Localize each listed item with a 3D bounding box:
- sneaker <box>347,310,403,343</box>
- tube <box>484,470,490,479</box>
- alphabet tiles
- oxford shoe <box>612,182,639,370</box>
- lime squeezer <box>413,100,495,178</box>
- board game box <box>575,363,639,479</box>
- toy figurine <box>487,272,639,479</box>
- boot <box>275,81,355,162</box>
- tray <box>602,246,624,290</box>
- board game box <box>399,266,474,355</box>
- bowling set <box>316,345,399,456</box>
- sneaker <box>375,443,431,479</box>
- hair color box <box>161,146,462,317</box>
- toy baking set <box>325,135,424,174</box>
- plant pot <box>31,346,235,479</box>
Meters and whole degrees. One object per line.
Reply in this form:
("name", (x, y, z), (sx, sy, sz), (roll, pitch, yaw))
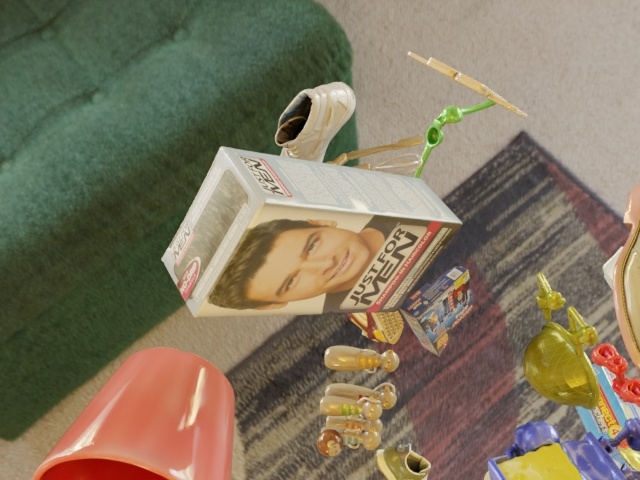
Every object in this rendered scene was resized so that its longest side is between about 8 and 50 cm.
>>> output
("sneaker", (0.073, 0.100, 1.288), (0.084, 0.185, 0.069), (2, 35, 38))
("tube", (0.425, 0.534, 1.698), (0.062, 0.240, 0.070), (35, 92, 29))
("alphabet tiles", (0.335, -0.354, 1.713), (0.278, 0.284, 0.021), (34, 105, 19))
("oxford shoe", (0.626, 0.048, 1.360), (0.146, 0.140, 0.397), (-16, 52, 48))
("lime squeezer", (0.319, -0.279, 1.955), (0.310, 0.110, 0.059), (-47, 61, 1))
("board game box", (0.655, 0.436, 1.560), (0.086, 0.308, 0.302), (-35, 48, 24))
("toy figurine", (0.246, 0.231, 0.824), (0.217, 0.191, 0.362), (-28, 39, -1))
("boot", (-0.045, -0.187, 1.405), (0.123, 0.258, 0.095), (-16, 58, -45))
("tray", (0.791, 0.157, 1.887), (0.145, 0.030, 0.270), (-30, 86, -43))
("board game box", (0.295, 0.185, 1.891), (0.194, 0.194, 0.060), (-38, 46, -23))
("bowling set", (0.078, 0.375, 1.573), (0.154, 0.287, 0.200), (3, 42, 7))
("sneaker", (0.202, 0.504, 1.618), (0.086, 0.192, 0.064), (-28, 24, 22))
("hair color box", (0.000, 0.000, 1.023), (0.113, 0.374, 0.185), (53, 124, 35))
("toy baking set", (0.065, -0.108, 1.305), (0.196, 0.030, 0.256), (8, 39, 40))
("plant pot", (-0.247, 0.309, 1.124), (0.275, 0.275, 0.243), (4, 37, 7))
